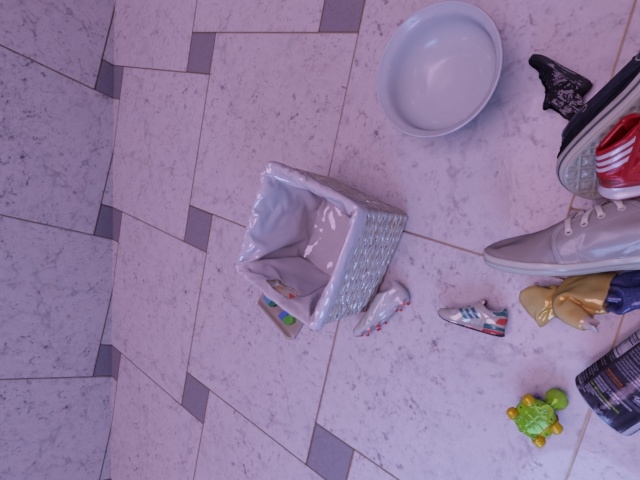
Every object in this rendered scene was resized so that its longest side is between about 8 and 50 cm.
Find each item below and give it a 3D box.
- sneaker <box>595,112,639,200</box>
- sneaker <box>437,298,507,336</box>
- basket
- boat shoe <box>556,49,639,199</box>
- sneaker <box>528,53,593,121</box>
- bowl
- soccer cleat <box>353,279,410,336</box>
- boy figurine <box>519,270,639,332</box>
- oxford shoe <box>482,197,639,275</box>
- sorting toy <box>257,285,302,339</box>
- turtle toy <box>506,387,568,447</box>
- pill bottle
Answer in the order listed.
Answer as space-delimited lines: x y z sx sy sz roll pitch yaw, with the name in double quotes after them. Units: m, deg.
0.555 -0.147 0.705 0.221 0.087 0.128 -18 122 25 "sneaker"
0.359 0.171 1.054 0.161 0.057 0.076 13 82 39 "sneaker"
0.000 0.000 1.193 0.328 0.266 0.332 30 110 34 "basket"
0.606 -0.279 0.742 0.186 0.156 0.500 32 129 -9 "boat shoe"
0.487 -0.313 0.934 0.170 0.051 0.089 43 111 26 "sneaker"
0.288 -0.377 1.038 0.297 0.134 0.298 2 93 39 "bowl"
0.156 0.188 1.205 0.196 0.068 0.076 -44 60 23 "soccer cleat"
0.517 0.117 0.857 0.285 0.177 0.092 -23 105 49 "boy figurine"
0.519 -0.016 0.821 0.449 0.169 0.130 -9 105 43 "oxford shoe"
-0.110 0.180 1.428 0.193 0.038 0.208 43 116 30 "sorting toy"
0.469 0.368 0.955 0.095 0.066 0.130 48 118 25 "turtle toy"
0.602 0.230 0.806 0.130 0.130 0.246 51 120 26 "pill bottle"
